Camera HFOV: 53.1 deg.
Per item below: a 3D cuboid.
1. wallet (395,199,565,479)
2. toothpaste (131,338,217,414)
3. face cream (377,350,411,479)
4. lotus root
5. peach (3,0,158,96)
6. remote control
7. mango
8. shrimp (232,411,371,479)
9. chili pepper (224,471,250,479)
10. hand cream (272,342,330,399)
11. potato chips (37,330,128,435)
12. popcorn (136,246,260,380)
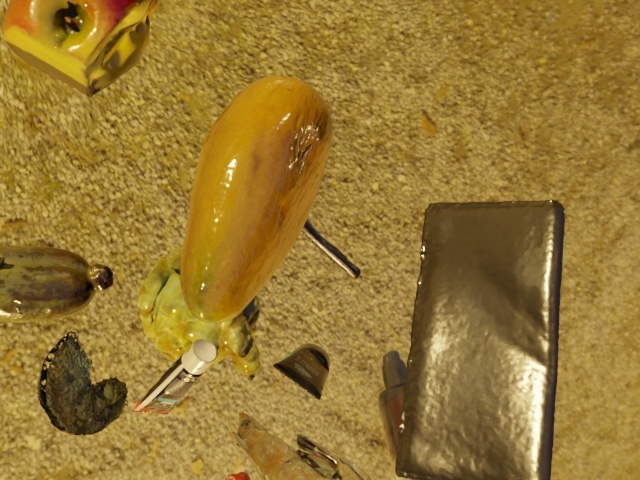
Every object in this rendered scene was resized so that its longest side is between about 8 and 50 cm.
[{"bbox_3d":[0.136,0.082,0.536,0.025,0.124,0.244,36,59,-55],"label":"wallet"},{"bbox_3d":[-0.243,0.237,1.065,0.071,0.045,0.193,16,129,-36],"label":"toothpaste"},{"bbox_3d":[0.158,0.316,1.190,0.101,0.251,0.101,-8,140,-7],"label":"face cream"},{"bbox_3d":[-0.615,0.095,1.404,0.309,0.173,0.173,5,113,-33],"label":"lotus root"},{"bbox_3d":[-0.518,-0.492,1.416,0.242,0.380,0.306,35,82,-7],"label":"peach"},{"bbox_3d":[0.000,0.000,1.169,0.028,0.059,0.212,-45,123,0],"label":"remote control"},{"bbox_3d":[-0.066,-0.053,0.666,0.119,0.316,0.176,13,152,7],"label":"mango"},{"bbox_3d":[-0.024,0.258,0.750,0.126,0.223,0.047,8,99,-39],"label":"shrimp"},{"bbox_3d":[-0.177,0.560,1.384,0.073,0.123,0.070,35,110,-27],"label":"chili pepper"},{"bbox_3d":[-0.033,0.288,1.431,0.120,0.270,0.061,37,97,6],"label":"hand cream"},{"bbox_3d":[-0.488,0.306,1.324,0.029,0.202,0.220,-22,138,25],"label":"potato chips"},{"bbox_3d":[-0.284,0.172,1.524,0.279,0.274,0.335,-4,103,-4],"label":"popcorn"}]
